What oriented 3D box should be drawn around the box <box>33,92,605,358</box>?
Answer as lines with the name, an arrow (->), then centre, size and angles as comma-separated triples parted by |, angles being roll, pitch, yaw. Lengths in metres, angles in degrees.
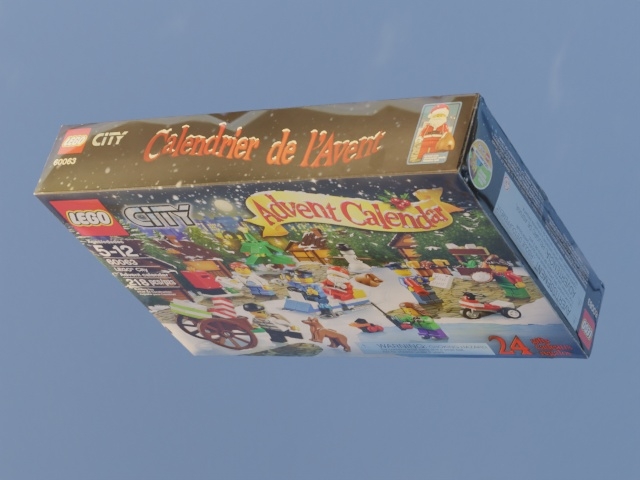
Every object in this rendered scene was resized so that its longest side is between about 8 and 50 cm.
box -> 0.000, 0.000, 0.909 | 0.233, 0.159, 0.044 | -2, -123, 32
